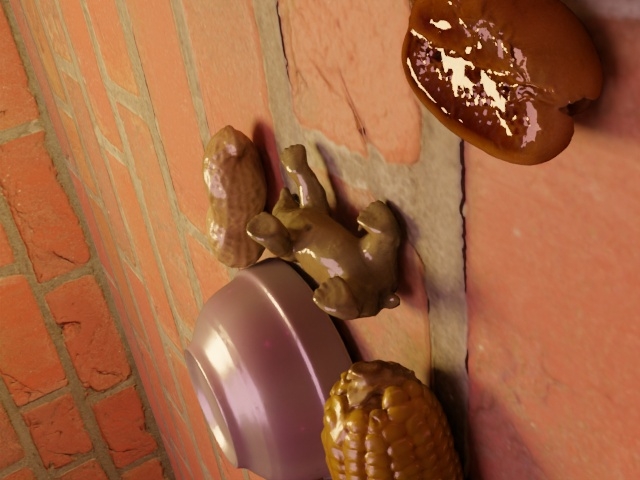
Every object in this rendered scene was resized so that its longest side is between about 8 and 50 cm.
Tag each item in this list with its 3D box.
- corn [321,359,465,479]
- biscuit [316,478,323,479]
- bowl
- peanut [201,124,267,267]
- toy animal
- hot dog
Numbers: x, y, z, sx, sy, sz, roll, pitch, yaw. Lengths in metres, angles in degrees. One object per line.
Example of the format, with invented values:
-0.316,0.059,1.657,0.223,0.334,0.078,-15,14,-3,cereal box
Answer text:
0.088,0.272,0.619,0.120,0.120,0.363,14,124,60,corn
-0.068,0.319,1.031,0.249,0.035,0.184,22,145,61,biscuit
-0.073,0.177,0.818,0.287,0.143,0.287,51,153,39,bowl
-0.099,-0.048,0.768,0.082,0.082,0.187,48,149,35,peanut
0.000,0.000,0.613,0.218,0.103,0.101,39,168,38,toy animal
0.090,-0.102,0.363,0.140,0.060,0.090,38,140,35,hot dog
